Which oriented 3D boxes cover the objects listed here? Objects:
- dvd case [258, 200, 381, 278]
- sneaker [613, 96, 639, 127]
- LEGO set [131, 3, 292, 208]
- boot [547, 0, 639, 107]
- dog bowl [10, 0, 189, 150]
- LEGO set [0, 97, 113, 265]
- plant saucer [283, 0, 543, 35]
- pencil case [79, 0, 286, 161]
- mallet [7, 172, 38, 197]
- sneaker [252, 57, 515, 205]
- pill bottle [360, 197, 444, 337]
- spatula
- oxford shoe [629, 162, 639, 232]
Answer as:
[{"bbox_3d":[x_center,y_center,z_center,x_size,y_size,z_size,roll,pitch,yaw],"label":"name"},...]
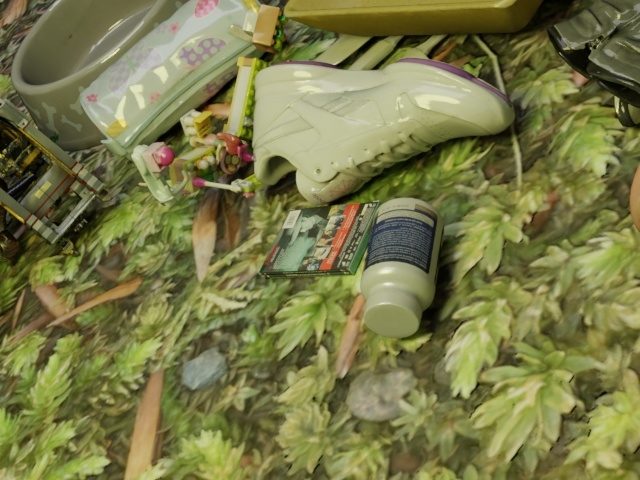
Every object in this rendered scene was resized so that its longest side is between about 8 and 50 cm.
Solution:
[{"bbox_3d":[0.000,0.000,1.196,0.119,0.013,0.087,-4,49,38],"label":"dvd case"},{"bbox_3d":[0.301,-0.145,1.055,0.043,0.040,0.109,17,64,47],"label":"sneaker"},{"bbox_3d":[-0.079,-0.136,1.329,0.107,0.132,0.287,11,52,37],"label":"LEGO set"},{"bbox_3d":[0.323,-0.166,1.004,0.161,0.083,0.246,-45,45,-8],"label":"boot"},{"bbox_3d":[-0.297,-0.290,1.701,0.348,0.102,0.349,-25,38,21],"label":"dog bowl"},{"bbox_3d":[-0.405,-0.010,1.484,0.331,0.192,0.255,-53,8,-22],"label":"LEGO set"},{"bbox_3d":[0.170,-0.338,1.329,0.332,0.081,0.333,9,54,45],"label":"plant saucer"},{"bbox_3d":[-0.174,-0.219,1.505,0.273,0.113,0.124,-38,55,3],"label":"pencil case"},{"bbox_3d":[-0.470,-0.045,1.657,0.189,0.039,0.062,-40,32,-8],"label":"mallet"},{"bbox_3d":[0.057,-0.105,1.203,0.305,0.114,0.152,4,81,37],"label":"sneaker"},{"bbox_3d":[0.072,0.025,1.057,0.067,0.067,0.120,-16,42,30],"label":"pill bottle"},{"bbox_3d":[0.116,-0.253,1.363,0.242,0.019,0.168,-40,34,-7],"label":"spatula"},{"bbox_3d":[0.406,-0.110,0.845,0.397,0.140,0.146,-38,43,7],"label":"oxford shoe"}]
